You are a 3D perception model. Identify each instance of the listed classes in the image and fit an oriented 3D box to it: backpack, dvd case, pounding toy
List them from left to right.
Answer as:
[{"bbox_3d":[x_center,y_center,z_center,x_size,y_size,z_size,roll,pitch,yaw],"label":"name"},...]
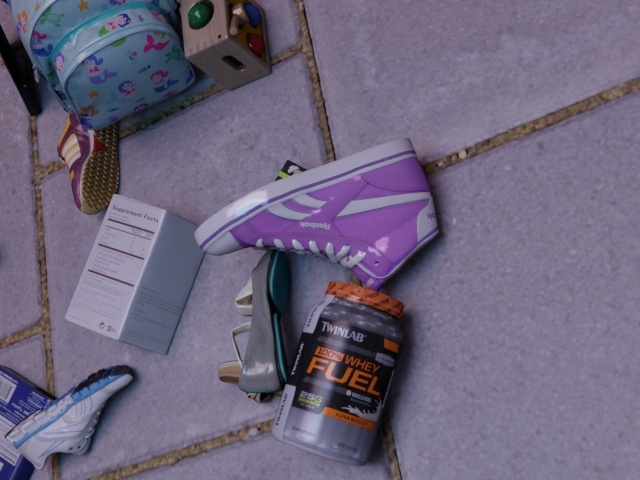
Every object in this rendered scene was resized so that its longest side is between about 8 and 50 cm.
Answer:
[{"bbox_3d":[-0.502,-0.331,1.601,0.022,0.253,0.180,-27,58,-12],"label":"dvd case"},{"bbox_3d":[-0.296,-0.290,1.422,0.225,0.253,0.191,-26,59,-6],"label":"backpack"},{"bbox_3d":[-0.124,-0.286,1.412,0.100,0.141,0.130,-19,64,24],"label":"pounding toy"}]

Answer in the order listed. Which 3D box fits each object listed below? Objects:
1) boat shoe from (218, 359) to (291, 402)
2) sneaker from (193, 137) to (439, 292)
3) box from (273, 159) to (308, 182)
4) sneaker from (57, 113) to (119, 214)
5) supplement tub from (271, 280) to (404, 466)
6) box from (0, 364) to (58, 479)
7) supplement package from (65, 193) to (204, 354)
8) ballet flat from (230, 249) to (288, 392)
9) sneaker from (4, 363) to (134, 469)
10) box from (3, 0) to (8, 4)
[{"bbox_3d":[-0.070,0.175,1.272,0.135,0.050,0.045,1,68,31],"label":"boat shoe"},{"bbox_3d":[0.000,0.000,1.223,0.282,0.102,0.161,-20,86,5],"label":"sneaker"},{"bbox_3d":[-0.016,-0.053,1.320,0.083,0.052,0.062,30,89,34],"label":"box"},{"bbox_3d":[-0.347,-0.115,1.537,0.083,0.069,0.186,-19,57,33],"label":"sneaker"},{"bbox_3d":[0.025,0.149,1.184,0.117,0.117,0.191,11,79,33],"label":"supplement tub"},{"bbox_3d":[-0.460,0.302,1.468,0.136,0.036,0.225,22,83,35],"label":"box"},{"bbox_3d":[-0.240,0.045,1.386,0.105,0.105,0.179,15,81,34],"label":"supplement package"},{"bbox_3d":[-0.075,0.090,1.261,0.068,0.072,0.213,-10,48,8],"label":"ballet flat"},{"bbox_3d":[-0.321,0.238,1.401,0.190,0.071,0.083,-34,97,4],"label":"sneaker"},{"bbox_3d":[-0.366,-0.375,1.578,0.233,0.159,0.044,-1,71,31],"label":"box"}]
